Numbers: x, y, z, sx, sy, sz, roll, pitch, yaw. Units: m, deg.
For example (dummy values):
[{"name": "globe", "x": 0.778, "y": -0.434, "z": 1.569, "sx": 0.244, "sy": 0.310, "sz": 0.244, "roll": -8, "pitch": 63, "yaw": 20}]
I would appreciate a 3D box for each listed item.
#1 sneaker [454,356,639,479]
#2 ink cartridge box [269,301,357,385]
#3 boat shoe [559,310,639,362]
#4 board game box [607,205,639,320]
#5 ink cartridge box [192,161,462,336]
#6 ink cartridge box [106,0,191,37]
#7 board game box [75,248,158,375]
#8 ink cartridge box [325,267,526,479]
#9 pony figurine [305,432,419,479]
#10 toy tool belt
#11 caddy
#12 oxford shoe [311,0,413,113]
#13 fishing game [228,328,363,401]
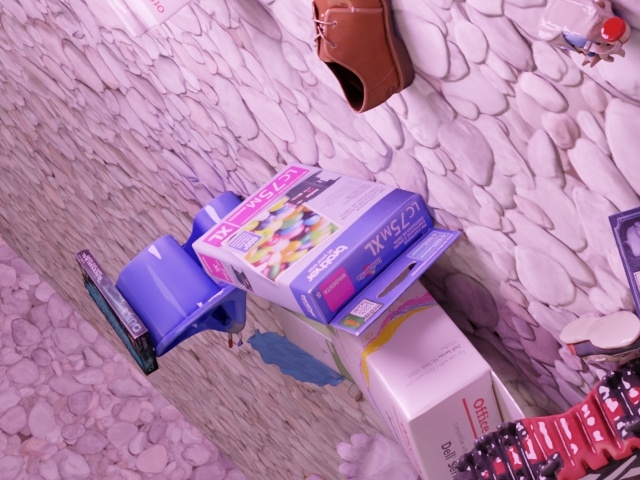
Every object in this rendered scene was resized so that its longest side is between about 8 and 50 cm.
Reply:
[{"name": "sneaker", "x": 0.271, "y": 0.227, "z": 1.220, "sx": 0.135, "sy": 0.276, "sz": 0.098, "roll": 43, "pitch": -156, "yaw": -41}, {"name": "ink cartridge box", "x": 0.022, "y": 0.149, "z": 1.808, "sx": 0.209, "sy": 0.062, "sz": 0.109, "roll": 31, "pitch": 154, "yaw": 38}, {"name": "boat shoe", "x": 0.295, "y": 0.103, "z": 1.187, "sx": 0.043, "sy": 0.049, "sz": 0.137, "roll": 47, "pitch": 163, "yaw": -9}, {"name": "board game box", "x": 0.326, "y": 0.078, "z": 0.935, "sx": 0.165, "sy": 0.042, "sz": 0.243, "roll": 154, "pitch": 100, "yaw": -69}, {"name": "ink cartridge box", "x": 0.000, "y": 0.000, "z": 1.389, "sx": 0.311, "sy": 0.186, "sz": 0.065, "roll": 21, "pitch": 146, "yaw": 50}, {"name": "ink cartridge box", "x": -0.177, "y": -0.292, "z": 1.261, "sx": 0.092, "sy": 0.143, "sz": 0.090, "roll": 53, "pitch": 159, "yaw": -16}, {"name": "board game box", "x": -0.319, "y": 0.112, "z": 1.826, "sx": 0.186, "sy": 0.026, "sz": 0.126, "roll": 49, "pitch": 160, "yaw": 28}, {"name": "ink cartridge box", "x": 0.126, "y": 0.178, "z": 1.427, "sx": 0.353, "sy": 0.119, "sz": 0.207, "roll": 52, "pitch": 169, "yaw": 45}, {"name": "pony figurine", "x": 0.111, "y": 0.506, "z": 2.078, "sx": 0.351, "sy": 0.303, "sz": 0.363, "roll": 21, "pitch": 170, "yaw": -29}, {"name": "toy tool belt", "x": 0.209, "y": -0.158, "z": 0.882, "sx": 0.051, "sy": 0.052, "sz": 0.083, "roll": 22, "pitch": -175, "yaw": -42}, {"name": "caddy", "x": -0.179, "y": 0.071, "z": 1.818, "sx": 0.179, "sy": 0.241, "sz": 0.341, "roll": 51, "pitch": 161, "yaw": 2}, {"name": "oxford shoe", "x": 0.021, "y": -0.213, "z": 1.111, "sx": 0.076, "sy": 0.076, "sz": 0.212, "roll": 23, "pitch": 148, "yaw": 52}, {"name": "fishing game", "x": -0.039, "y": 0.195, "z": 1.992, "sx": 0.264, "sy": 0.041, "sz": 0.189, "roll": 22, "pitch": 155, "yaw": 8}]
